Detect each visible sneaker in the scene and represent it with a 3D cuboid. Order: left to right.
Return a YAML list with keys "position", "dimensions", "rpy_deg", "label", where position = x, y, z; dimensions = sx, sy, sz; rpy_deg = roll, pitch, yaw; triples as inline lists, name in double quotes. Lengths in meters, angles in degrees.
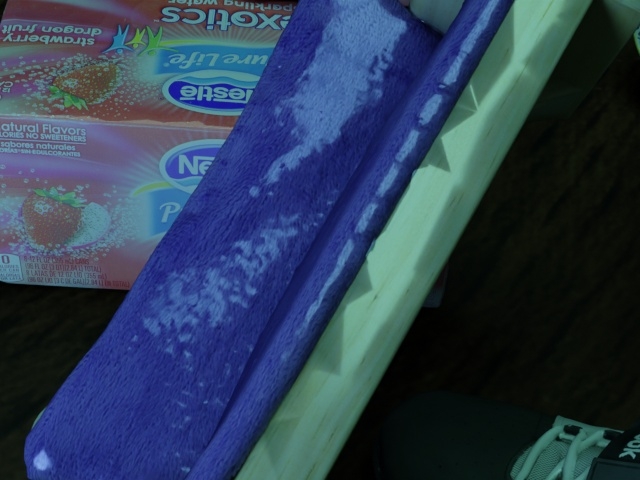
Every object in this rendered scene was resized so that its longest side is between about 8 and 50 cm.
- position: [0.182, 0.136, 0.610]
  dimensions: [0.330, 0.146, 0.122]
  rpy_deg: [23, 47, 20]
  label: "sneaker"

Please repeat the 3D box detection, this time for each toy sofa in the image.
- position: [0.000, 0.000, 0.604]
  dimensions: [0.177, 0.150, 0.362]
  rpy_deg: [30, 74, 4]
  label: "toy sofa"

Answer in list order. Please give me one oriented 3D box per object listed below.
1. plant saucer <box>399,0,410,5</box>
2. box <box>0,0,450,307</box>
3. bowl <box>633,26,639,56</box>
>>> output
- position: [0.009, -0.233, 0.930]
  dimensions: [0.332, 0.084, 0.332]
  rpy_deg: [4, 15, -1]
  label: "plant saucer"
- position: [-0.062, -0.062, 0.795]
  dimensions: [0.300, 0.142, 0.154]
  rpy_deg: [4, 43, -2]
  label: "box"
- position: [0.338, -0.177, 0.990]
  dimensions: [0.170, 0.080, 0.170]
  rpy_deg: [-1, 86, 9]
  label: "bowl"
